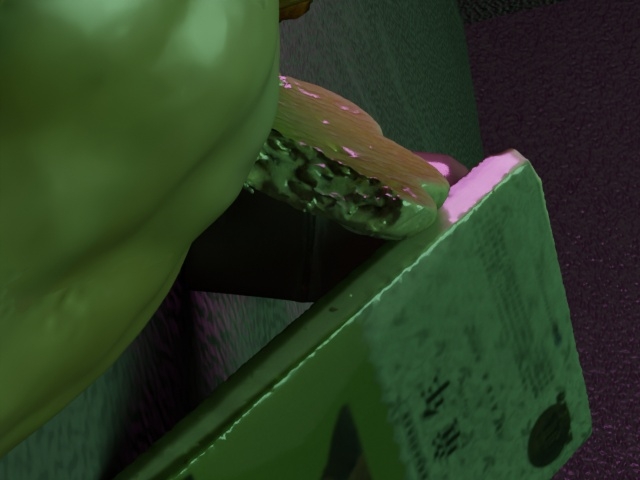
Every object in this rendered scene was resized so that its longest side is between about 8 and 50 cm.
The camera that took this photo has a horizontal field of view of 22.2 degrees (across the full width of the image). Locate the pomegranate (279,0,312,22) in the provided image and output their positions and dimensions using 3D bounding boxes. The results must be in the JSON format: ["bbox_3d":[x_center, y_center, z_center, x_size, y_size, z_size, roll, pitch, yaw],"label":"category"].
[{"bbox_3d":[-0.049,-0.248,0.942,0.264,0.264,0.264,-12,90,-79],"label":"pomegranate"}]

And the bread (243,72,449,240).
[{"bbox_3d":[-0.040,-0.074,0.959,0.039,0.251,0.182,-63,-179,16],"label":"bread"}]

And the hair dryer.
[{"bbox_3d":[0.000,0.000,1.187,0.344,0.189,0.106,116,-23,-84],"label":"hair dryer"}]

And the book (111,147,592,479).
[{"bbox_3d":[0.041,0.131,0.991,0.352,0.035,0.239,-40,129,-30],"label":"book"}]

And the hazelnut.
[{"bbox_3d":[-0.147,-0.042,0.442,0.241,0.261,0.261,24,47,-36],"label":"hazelnut"}]
